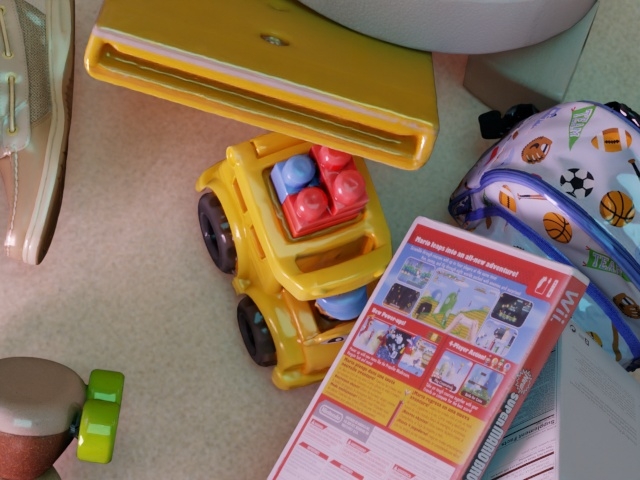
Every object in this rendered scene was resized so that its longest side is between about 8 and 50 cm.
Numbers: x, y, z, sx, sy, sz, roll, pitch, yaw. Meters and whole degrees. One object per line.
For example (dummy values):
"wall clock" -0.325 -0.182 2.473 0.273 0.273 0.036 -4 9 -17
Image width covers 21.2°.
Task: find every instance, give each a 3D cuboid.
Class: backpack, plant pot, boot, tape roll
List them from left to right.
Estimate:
"boot" -0.319 -0.109 1.486 0.203 0.095 0.262 4 74 -11
"tape roll" 0.092 -0.330 1.559 0.392 0.072 0.392 8 51 -10
"plant pot" 0.192 -0.172 1.604 0.096 0.109 0.109 20 73 7
"backpack" 0.229 0.004 1.445 0.276 0.263 0.213 39 72 -1

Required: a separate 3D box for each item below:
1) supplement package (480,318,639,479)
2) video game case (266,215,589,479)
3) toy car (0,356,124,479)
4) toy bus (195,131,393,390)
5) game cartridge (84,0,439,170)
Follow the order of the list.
"supplement package" 0.188 0.208 1.328 0.194 0.149 0.203 41 36 -25
"video game case" 0.070 0.126 1.324 0.025 0.204 0.285 33 84 -34
"toy car" -0.255 0.201 1.427 0.155 0.149 0.188 9 103 -5
"toy bus" 0.000 0.000 1.464 0.149 0.211 0.220 -18 82 -17
"game cartridge" -0.043 -0.180 1.475 0.285 0.323 0.052 16 115 -6
